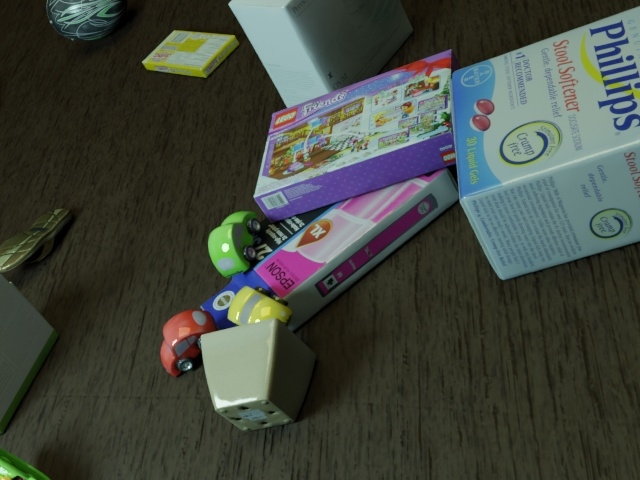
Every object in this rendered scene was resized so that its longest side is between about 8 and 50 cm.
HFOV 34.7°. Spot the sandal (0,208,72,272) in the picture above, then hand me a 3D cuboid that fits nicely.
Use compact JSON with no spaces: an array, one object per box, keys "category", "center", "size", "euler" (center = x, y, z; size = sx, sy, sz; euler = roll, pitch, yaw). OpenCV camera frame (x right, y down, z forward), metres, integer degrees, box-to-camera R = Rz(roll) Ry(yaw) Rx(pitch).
[{"category":"sandal","center":[-0.490,0.007,1.767],"size":[0.072,0.049,0.180],"euler":[5,36,32]}]

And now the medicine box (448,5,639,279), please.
[{"category":"medicine box","center":[0.321,-0.126,1.249],"size":[0.289,0.149,0.263],"euler":[-18,39,19]}]

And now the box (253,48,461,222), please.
[{"category":"box","center":[0.058,-0.147,1.435],"size":[0.293,0.057,0.201],"euler":[-17,38,22]}]

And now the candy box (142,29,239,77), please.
[{"category":"candy box","center":[-0.261,-0.374,2.044],"size":[0.206,0.027,0.105],"euler":[17,61,45]}]

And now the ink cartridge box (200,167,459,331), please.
[{"category":"ink cartridge box","center":[0.000,0.000,1.412],"size":[0.371,0.069,0.176],"euler":[-40,37,-7]}]

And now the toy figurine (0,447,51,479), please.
[{"category":"toy figurine","center":[-0.416,0.356,1.290],"size":[0.173,0.130,0.159],"euler":[25,76,21]}]

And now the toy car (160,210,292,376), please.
[{"category":"toy car","center":[-0.130,0.052,1.370],"size":[0.239,0.053,0.225],"euler":[-21,50,38]}]

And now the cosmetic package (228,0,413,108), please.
[{"category":"cosmetic package","center":[0.007,-0.365,1.679],"size":[0.138,0.225,0.224],"euler":[14,57,44]}]

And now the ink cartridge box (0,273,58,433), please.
[{"category":"ink cartridge box","center":[-0.519,0.129,1.469],"size":[0.097,0.255,0.189],"euler":[-6,44,30]}]

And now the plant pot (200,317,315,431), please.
[{"category":"plant pot","center":[-0.076,0.170,1.243],"size":[0.109,0.109,0.096],"euler":[-15,54,22]}]

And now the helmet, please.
[{"category":"helmet","center":[-0.519,-0.525,2.288],"size":[0.169,0.169,0.161],"euler":[-18,22,18]}]
